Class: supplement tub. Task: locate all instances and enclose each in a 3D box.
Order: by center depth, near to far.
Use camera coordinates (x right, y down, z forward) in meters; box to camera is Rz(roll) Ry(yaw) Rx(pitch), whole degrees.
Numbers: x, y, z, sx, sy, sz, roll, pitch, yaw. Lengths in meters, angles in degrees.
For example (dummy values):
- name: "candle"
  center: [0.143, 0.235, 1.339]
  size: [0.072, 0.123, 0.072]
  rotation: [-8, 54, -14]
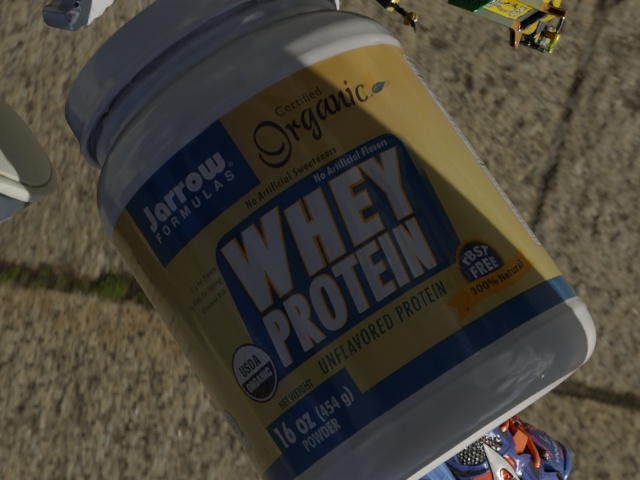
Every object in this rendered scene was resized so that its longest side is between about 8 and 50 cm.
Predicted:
- name: "supplement tub"
  center: [0.000, 0.000, 0.561]
  size: [0.144, 0.144, 0.200]
  rotation: [-35, 79, 4]

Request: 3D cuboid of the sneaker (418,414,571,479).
- name: "sneaker"
  center: [0.097, 0.121, 0.806]
  size: [0.087, 0.083, 0.221]
  rotation: [-18, 119, 6]

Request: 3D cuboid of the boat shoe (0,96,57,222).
- name: "boat shoe"
  center: [-0.225, -0.032, 0.810]
  size: [0.079, 0.254, 0.095]
  rotation: [-39, 97, 12]

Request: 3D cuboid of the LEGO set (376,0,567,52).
- name: "LEGO set"
  center: [0.125, -0.275, 1.063]
  size: [0.192, 0.331, 0.255]
  rotation: [11, 95, -46]

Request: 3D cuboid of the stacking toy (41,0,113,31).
- name: "stacking toy"
  center: [-0.141, -0.194, 0.755]
  size: [0.167, 0.221, 0.052]
  rotation: [15, 135, 30]
